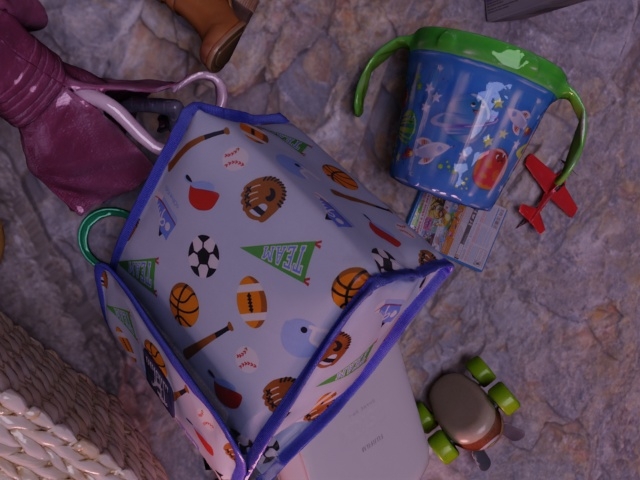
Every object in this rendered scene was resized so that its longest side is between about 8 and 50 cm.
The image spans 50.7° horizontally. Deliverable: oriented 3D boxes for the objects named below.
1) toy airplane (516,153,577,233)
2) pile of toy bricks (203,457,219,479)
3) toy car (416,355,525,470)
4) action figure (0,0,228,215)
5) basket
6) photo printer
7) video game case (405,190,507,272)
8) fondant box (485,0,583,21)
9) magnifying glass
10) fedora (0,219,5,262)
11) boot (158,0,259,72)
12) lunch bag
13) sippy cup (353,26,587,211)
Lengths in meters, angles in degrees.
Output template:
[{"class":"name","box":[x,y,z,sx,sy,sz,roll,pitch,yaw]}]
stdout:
[{"class":"toy airplane","box":[0.395,-0.078,1.184,0.151,0.028,0.151,-3,99,-19]},{"class":"pile of toy bricks","box":[-0.112,0.296,1.046,0.105,0.118,0.212,-7,83,-45]},{"class":"toy car","box":[0.274,0.322,1.151,0.155,0.149,0.188,-40,120,2]},{"class":"action figure","box":[-0.342,-0.171,0.794,0.370,0.275,0.248,37,62,-46]},{"class":"basket","box":[-0.385,0.282,0.801,0.266,0.331,0.328,-48,124,-12]},{"class":"photo printer","box":[0.038,0.289,1.032,0.256,0.107,0.308,-22,99,-38]},{"class":"video game case","box":[0.227,-0.029,1.144,0.166,0.015,0.119,22,91,-20]},{"class":"fondant box","box":[0.330,-0.513,0.991,0.096,0.238,0.331,-12,101,-16]},{"class":"magnifying glass","box":[-0.249,0.035,0.996,0.231,0.026,0.092,36,86,-17]},{"class":"fedora","box":[-0.513,0.001,0.874,0.194,0.079,0.195,-3,97,-21]},{"class":"boot","box":[-0.175,-0.310,0.903,0.152,0.197,0.073,27,128,-13]},{"class":"lunch bag","box":[-0.096,0.082,0.828,0.239,0.328,0.385,-5,135,-55]},{"class":"sippy cup","box":[0.215,-0.172,1.013,0.240,0.305,0.224,12,101,-44]}]
